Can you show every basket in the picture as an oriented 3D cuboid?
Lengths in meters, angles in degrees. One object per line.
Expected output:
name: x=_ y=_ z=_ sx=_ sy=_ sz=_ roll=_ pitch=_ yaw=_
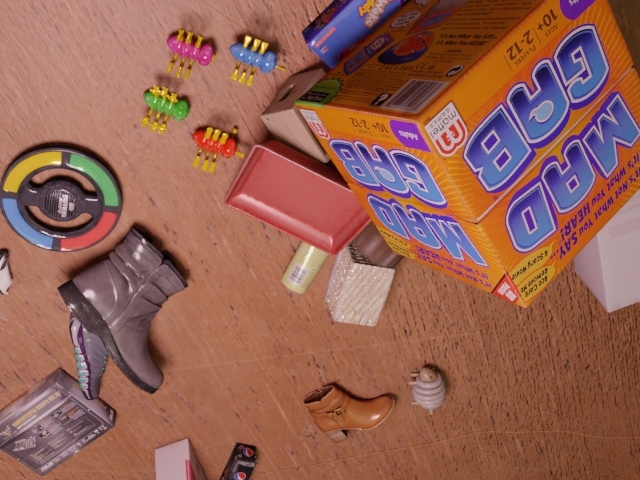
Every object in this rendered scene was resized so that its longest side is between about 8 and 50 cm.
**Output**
basket: x=0.087 y=0.093 z=1.734 sx=0.113 sy=0.103 sz=0.167 roll=9 pitch=119 yaw=-14

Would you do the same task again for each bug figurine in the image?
bug figurine: x=-0.203 y=-0.274 z=1.478 sx=0.216 sy=0.072 sz=0.279 roll=22 pitch=119 yaw=-15

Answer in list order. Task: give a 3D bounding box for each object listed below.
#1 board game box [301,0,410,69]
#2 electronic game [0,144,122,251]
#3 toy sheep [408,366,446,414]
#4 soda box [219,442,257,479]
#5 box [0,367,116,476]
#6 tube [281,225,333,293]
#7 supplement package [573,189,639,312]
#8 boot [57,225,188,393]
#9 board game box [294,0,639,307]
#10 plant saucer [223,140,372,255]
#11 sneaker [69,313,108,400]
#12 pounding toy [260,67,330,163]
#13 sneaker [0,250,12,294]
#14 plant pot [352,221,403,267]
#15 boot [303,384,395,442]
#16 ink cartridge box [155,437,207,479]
board game box: x=0.172 y=-0.409 z=1.463 sx=0.347 sy=0.078 sz=0.233 roll=-41 pitch=119 yaw=14
electronic game: x=-0.501 y=-0.077 z=1.555 sx=0.229 sy=0.048 sz=0.229 roll=-5 pitch=121 yaw=-8
toy sheep: x=0.260 y=0.364 z=1.943 sx=0.091 sy=0.091 sz=0.132 roll=-12 pitch=117 yaw=-3
soda box: x=-0.211 y=0.587 z=2.002 sx=0.053 sy=0.060 sz=0.169 roll=16 pitch=117 yaw=-18
box: x=-0.614 y=0.417 z=1.826 sx=0.231 sy=0.056 sz=0.183 roll=-36 pitch=120 yaw=11
tube: x=0.000 y=0.000 z=1.695 sx=0.240 sy=0.062 sz=0.070 roll=-59 pitch=156 yaw=17
supplement package: x=0.642 y=-0.028 z=1.723 sx=0.177 sy=0.175 sz=0.293 roll=-20 pitch=122 yaw=0
boot: x=-0.359 y=0.152 z=1.664 sx=0.222 sy=0.118 sz=0.338 roll=-38 pitch=128 yaw=-12
board game box: x=0.253 y=-0.179 z=1.285 sx=0.356 sy=0.356 sz=0.356 roll=-43 pitch=119 yaw=-13
plant saucer: x=-0.035 y=-0.085 z=1.545 sx=0.259 sy=0.048 sz=0.258 roll=25 pitch=152 yaw=-9
sneaker: x=-0.479 y=0.251 z=1.739 sx=0.098 sy=0.083 sz=0.224 roll=-7 pitch=121 yaw=-12
pounding toy: x=0.004 y=-0.218 z=1.534 sx=0.094 sy=0.181 sz=0.206 roll=-4 pitch=132 yaw=40
sneaker: x=-0.643 y=0.066 z=1.625 sx=0.043 sy=0.040 sz=0.109 roll=6 pitch=124 yaw=-33
plant pot: x=0.153 y=-0.042 z=1.640 sx=0.167 sy=0.167 sz=0.165 roll=27 pitch=120 yaw=-24
boot: x=0.069 y=0.396 z=1.935 sx=0.197 sy=0.073 sz=0.152 roll=-31 pitch=117 yaw=6
ink cartridge box: x=-0.323 y=0.616 z=1.940 sx=0.092 sy=0.159 sz=0.218 roll=-18 pitch=122 yaw=-1
